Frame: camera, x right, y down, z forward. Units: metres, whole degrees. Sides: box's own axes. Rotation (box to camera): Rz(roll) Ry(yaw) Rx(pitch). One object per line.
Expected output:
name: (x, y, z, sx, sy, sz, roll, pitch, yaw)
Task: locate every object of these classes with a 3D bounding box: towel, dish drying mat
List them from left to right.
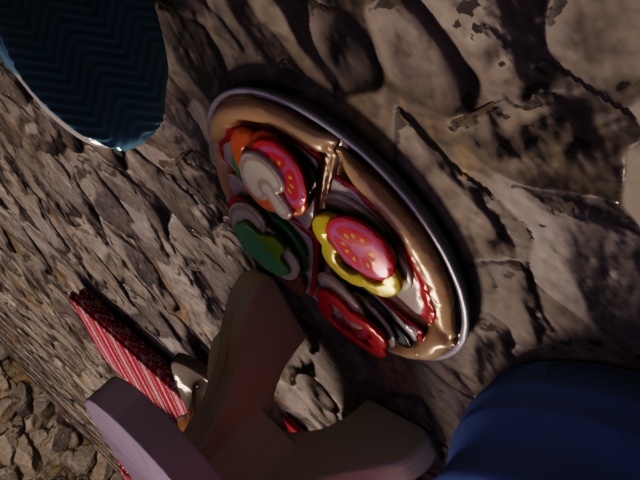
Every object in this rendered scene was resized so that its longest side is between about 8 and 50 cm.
towel: (-0.210, 0.187, 1.243, 0.275, 0.031, 0.199, 36, 155, 25)
dish drying mat: (-0.017, 0.207, 0.961, 0.032, 0.008, 0.083, 31, 154, 38)

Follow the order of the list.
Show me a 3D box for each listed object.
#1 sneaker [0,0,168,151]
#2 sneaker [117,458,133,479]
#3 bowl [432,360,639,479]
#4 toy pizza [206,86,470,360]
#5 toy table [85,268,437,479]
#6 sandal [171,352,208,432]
sneaker: (-0.165, -0.147, 0.543, 0.229, 0.087, 0.092, 54, 165, 2)
sneaker: (-0.227, 0.305, 1.382, 0.299, 0.112, 0.121, 35, 127, 56)
bowl: (0.216, 0.231, 0.496, 0.391, 0.077, 0.391, 38, 156, 20)
toy pizza: (0.000, 0.000, 0.548, 0.201, 0.032, 0.201, 38, 157, 20)
toy table: (-0.049, 0.166, 0.750, 0.252, 0.161, 0.274, 30, 152, 36)
sandal: (-0.131, 0.216, 1.064, 0.090, 0.060, 0.219, 21, 134, 19)
